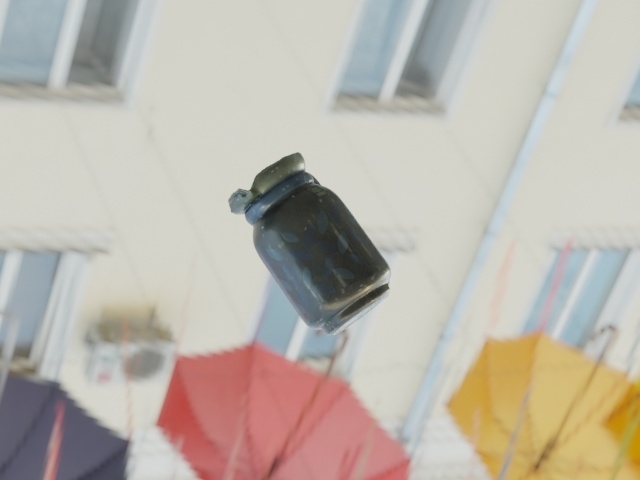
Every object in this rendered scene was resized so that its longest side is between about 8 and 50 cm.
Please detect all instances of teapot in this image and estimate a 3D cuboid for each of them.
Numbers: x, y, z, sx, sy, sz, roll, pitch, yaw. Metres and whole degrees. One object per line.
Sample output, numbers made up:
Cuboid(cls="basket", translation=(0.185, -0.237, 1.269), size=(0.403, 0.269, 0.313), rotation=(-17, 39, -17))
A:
Cuboid(cls="teapot", translation=(0.001, -0.002, 0.931), size=(0.063, 0.049, 0.083), rotation=(-29, -99, -35))
